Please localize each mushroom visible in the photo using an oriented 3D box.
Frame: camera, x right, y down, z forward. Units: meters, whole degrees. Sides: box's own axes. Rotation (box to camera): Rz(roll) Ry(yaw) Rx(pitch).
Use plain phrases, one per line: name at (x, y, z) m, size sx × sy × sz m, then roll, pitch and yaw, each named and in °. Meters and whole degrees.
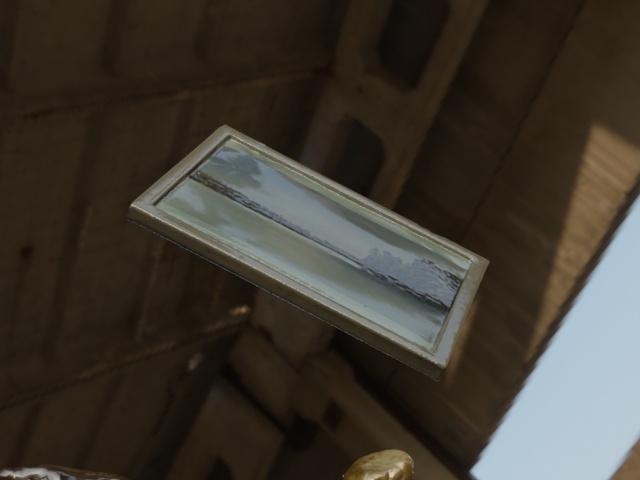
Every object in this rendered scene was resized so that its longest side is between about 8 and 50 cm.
mushroom at (0.073, 0.453, 1.594) m, size 0.122 × 0.095 × 0.351 m, roll 1°, pitch -86°, yaw -36°

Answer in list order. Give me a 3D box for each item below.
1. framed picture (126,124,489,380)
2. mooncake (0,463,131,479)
framed picture at (0.000, 0.000, 1.059) m, size 0.016 × 0.289 × 0.213 m, roll -66°, pitch -6°, yaw 29°
mooncake at (-0.209, 0.341, 0.986) m, size 0.324 × 0.324 × 0.187 m, roll -28°, pitch -38°, yaw -35°
